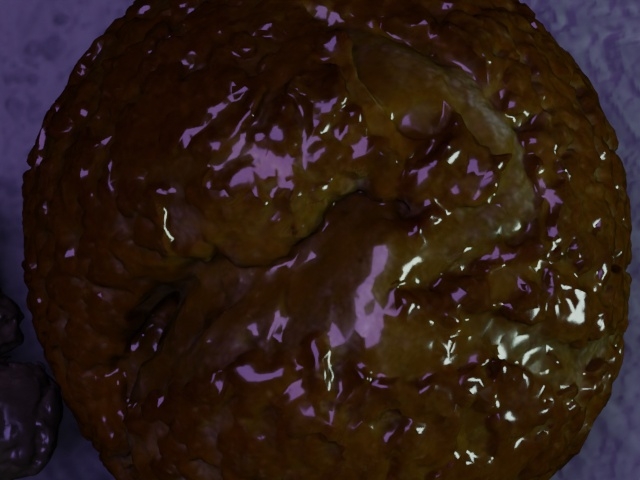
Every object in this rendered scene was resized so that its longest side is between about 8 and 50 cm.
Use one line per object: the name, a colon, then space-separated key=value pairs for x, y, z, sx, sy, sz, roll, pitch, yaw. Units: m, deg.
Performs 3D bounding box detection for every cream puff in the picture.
cream puff: x=0.000 y=0.000 z=0.684 sx=0.303 sy=0.212 sz=0.303 roll=-1 pitch=83 yaw=9

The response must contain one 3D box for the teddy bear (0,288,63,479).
teddy bear: x=-0.216 y=0.056 z=0.757 sx=0.177 sy=0.140 sz=0.190 roll=-42 pitch=37 yaw=39
